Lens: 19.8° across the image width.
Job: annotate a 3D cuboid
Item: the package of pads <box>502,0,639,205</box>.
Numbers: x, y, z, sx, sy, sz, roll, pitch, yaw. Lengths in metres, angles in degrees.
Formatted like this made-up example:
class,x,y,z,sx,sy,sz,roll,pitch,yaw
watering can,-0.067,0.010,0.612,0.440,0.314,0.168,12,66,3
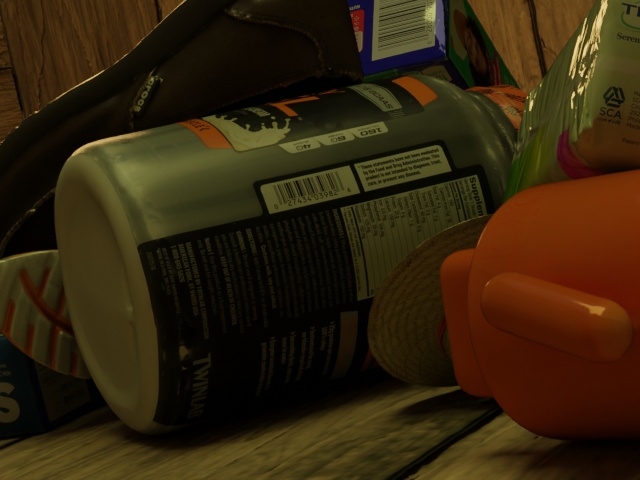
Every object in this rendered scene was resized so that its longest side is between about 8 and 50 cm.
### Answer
class,x,y,z,sx,sy,sz,roll,pitch,yaw
package of pads,0.234,-0.044,1.005,0.229,0.101,0.296,12,-7,-1

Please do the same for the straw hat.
class,x,y,z,sx,sy,sz,roll,pitch,yaw
straw hat,0.104,0.054,1.040,0.144,0.144,0.061,-13,44,-12

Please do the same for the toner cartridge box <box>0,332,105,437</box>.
class,x,y,z,sx,sy,sz,roll,pitch,yaw
toner cartridge box,-0.325,0.114,1.421,0.347,0.075,0.165,-10,4,23

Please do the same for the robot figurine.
class,x,y,z,sx,sy,sz,roll,pitch,yaw
robot figurine,0.155,0.030,0.841,0.219,0.128,0.158,-8,-37,45

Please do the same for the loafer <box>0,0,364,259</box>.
class,x,y,z,sx,sy,sz,roll,pitch,yaw
loafer,-0.116,-0.059,1.323,0.366,0.130,0.134,-41,-28,18

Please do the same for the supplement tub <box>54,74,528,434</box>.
class,x,y,z,sx,sy,sz,roll,pitch,yaw
supplement tub,0.000,0.000,1.212,0.316,0.194,0.193,-14,4,-24

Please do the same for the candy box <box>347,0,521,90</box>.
class,x,y,z,sx,sy,sz,roll,pitch,yaw
candy box,0.056,-0.097,1.747,0.268,0.122,0.317,-12,-34,23

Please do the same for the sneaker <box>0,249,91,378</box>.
class,x,y,z,sx,sy,sz,roll,pitch,yaw
sneaker,-0.149,0.057,1.306,0.215,0.084,0.083,18,-1,-32
